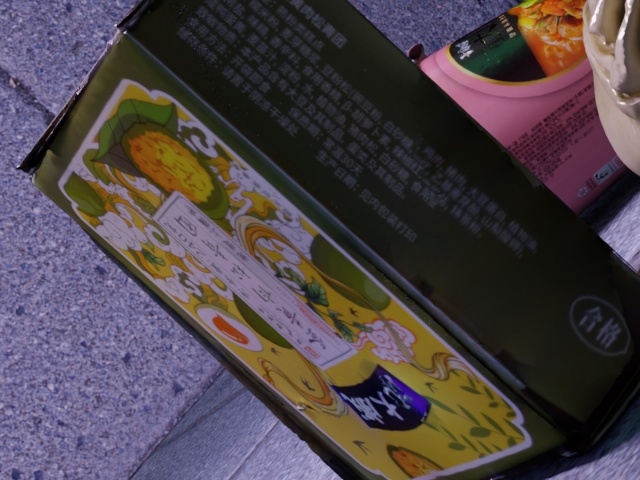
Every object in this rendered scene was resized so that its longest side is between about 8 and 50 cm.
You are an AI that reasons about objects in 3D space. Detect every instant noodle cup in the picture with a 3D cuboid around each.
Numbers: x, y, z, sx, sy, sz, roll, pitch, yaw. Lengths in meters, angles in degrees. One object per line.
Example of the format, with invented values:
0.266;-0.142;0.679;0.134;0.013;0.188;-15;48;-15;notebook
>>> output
0.250;-0.151;1.872;0.255;0.244;0.244;-37;6;9;instant noodle cup

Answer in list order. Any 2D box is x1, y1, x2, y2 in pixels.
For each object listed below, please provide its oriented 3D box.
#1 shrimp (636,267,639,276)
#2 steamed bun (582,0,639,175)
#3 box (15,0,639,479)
0.261;0.013;1.446;0.114;0.023;0.083;-44;6;-22;shrimp
0.327;-0.202;1.578;0.276;0.203;0.289;-47;5;-18;steamed bun
0.000;0.000;1.431;0.138;0.420;0.373;-50;5;-23;box
